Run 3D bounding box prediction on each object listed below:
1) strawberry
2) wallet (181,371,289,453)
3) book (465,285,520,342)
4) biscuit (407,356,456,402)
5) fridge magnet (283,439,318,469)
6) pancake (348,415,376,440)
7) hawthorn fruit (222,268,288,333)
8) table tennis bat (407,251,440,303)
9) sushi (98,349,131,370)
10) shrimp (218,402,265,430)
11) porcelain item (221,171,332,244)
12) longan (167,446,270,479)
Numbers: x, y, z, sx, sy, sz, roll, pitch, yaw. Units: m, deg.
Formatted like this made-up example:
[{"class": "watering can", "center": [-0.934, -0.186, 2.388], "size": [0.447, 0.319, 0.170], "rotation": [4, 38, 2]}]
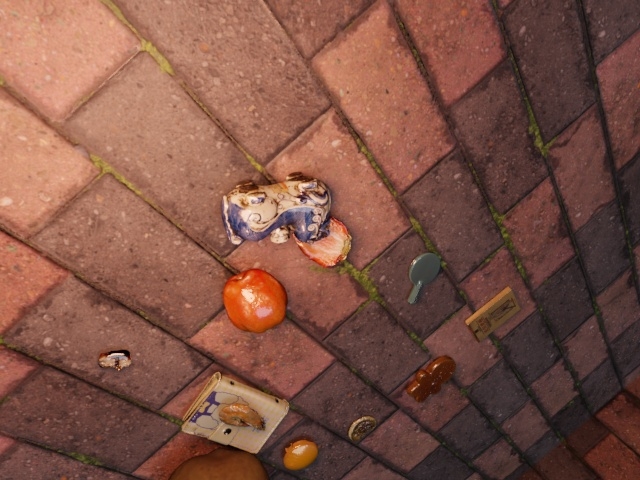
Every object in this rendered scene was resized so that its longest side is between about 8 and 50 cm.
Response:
[{"class": "strawberry", "center": [0.000, 0.000, 1.229], "size": [0.187, 0.082, 0.146], "rotation": [18, 87, -17]}, {"class": "wallet", "center": [-0.278, 0.575, 1.430], "size": [0.310, 0.077, 0.223], "rotation": [37, 95, -34]}, {"class": "book", "center": [0.712, 0.307, 1.775], "size": [0.231, 0.026, 0.161], "rotation": [-39, 127, 0]}, {"class": "biscuit", "center": [0.470, 0.580, 1.810], "size": [0.236, 0.039, 0.180], "rotation": [-41, 124, 0]}, {"class": "fridge magnet", "center": [-0.078, 0.837, 1.682], "size": [0.143, 0.063, 0.142], "rotation": [-11, 120, -20]}, {"class": "pancake", "center": [0.172, 0.781, 1.795], "size": [0.129, 0.022, 0.116], "rotation": [-42, 127, -4]}, {"class": "hawthorn fruit", "center": [-0.182, 0.166, 1.186], "size": [0.190, 0.189, 0.189], "rotation": [-12, 122, -19]}, {"class": "table tennis bat", "center": [0.350, 0.132, 1.501], "size": [0.125, 0.033, 0.200], "rotation": [7, 112, -26]}, {"class": "sushi", "center": [-0.557, 0.323, 1.172], "size": [0.084, 0.044, 0.045], "rotation": [2, 117, -29]}, {"class": "shrimp", "center": [-0.244, 0.573, 1.388], "size": [0.101, 0.042, 0.190], "rotation": [-38, 125, 16]}, {"class": "porcelain item", "center": [-0.105, -0.066, 1.102], "size": [0.288, 0.138, 0.186], "rotation": [-15, 118, -23]}, {"class": "longan", "center": [-0.342, 0.864, 1.423], "size": [0.362, 0.361, 0.360], "rotation": [-12, 122, -19]}]
